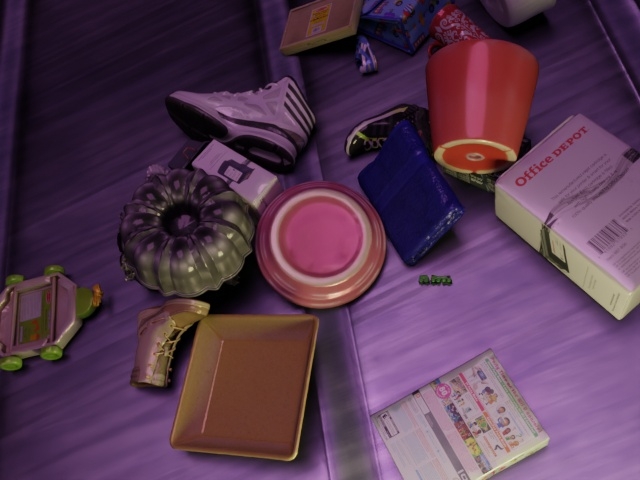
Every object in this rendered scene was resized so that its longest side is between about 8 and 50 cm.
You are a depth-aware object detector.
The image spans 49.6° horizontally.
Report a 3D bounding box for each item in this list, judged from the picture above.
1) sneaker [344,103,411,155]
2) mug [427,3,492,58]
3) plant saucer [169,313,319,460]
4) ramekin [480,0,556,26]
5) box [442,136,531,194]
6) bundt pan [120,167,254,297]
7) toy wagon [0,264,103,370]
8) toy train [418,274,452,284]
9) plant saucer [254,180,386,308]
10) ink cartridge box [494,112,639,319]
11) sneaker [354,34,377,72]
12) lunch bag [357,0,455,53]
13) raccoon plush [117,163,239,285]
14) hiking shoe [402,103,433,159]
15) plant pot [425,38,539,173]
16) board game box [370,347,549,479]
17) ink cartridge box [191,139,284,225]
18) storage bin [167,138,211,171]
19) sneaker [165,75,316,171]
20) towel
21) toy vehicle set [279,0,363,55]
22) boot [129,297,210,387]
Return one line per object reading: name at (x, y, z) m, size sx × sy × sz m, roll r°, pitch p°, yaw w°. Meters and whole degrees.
sneaker at (0.177, -0.292, 1.893) m, size 0.235 × 0.084 × 0.097 m, roll -31°, pitch 60°, yaw -3°
mug at (0.401, -0.567, 1.988) m, size 0.113 × 0.150 × 0.169 m, roll -18°, pitch 56°, yaw -38°
plant saucer at (-0.162, 0.341, 1.623) m, size 0.333 × 0.081 × 0.333 m, roll -3°, pitch 61°, yaw 25°
ramekin at (0.524, -0.735, 1.937) m, size 0.135 × 0.277 × 0.277 m, roll -31°, pitch 59°, yaw 6°
box at (0.427, -0.217, 1.788) m, size 0.180 × 0.077 × 0.147 m, roll 27°, pitch 72°, yaw 26°
bundt pan at (-0.327, -0.036, 1.658) m, size 0.331 × 0.124 × 0.331 m, roll 0°, pitch 65°, yaw 1°
toy wagon at (-0.743, 0.200, 1.886) m, size 0.344 × 0.068 × 0.267 m, roll -14°, pitch 60°, yaw 7°
toy train at (0.281, 0.095, 1.694) m, size 0.083 × 0.017 × 0.023 m, roll 0°, pitch 52°, yaw 15°
plant saucer at (0.000, 0.000, 1.727) m, size 0.332 × 0.084 × 0.332 m, roll 0°, pitch 74°, yaw -1°
ink cartridge box at (0.641, -0.065, 1.596) m, size 0.285 × 0.166 × 0.395 m, roll -39°, pitch 61°, yaw -8°
sneaker at (0.125, -0.558, 2.070) m, size 0.059 × 0.053 × 0.144 m, roll -21°, pitch 58°, yaw 6°
lunch bag at (0.217, -0.719, 2.108) m, size 0.293 × 0.138 × 0.221 m, roll 29°, pitch 74°, yaw 39°
raccoon plush at (-0.357, -0.054, 1.851) m, size 0.299 × 0.216 × 0.446 m, roll -3°, pitch 61°, yaw 5°
hiking shoe at (0.284, -0.246, 1.834) m, size 0.114 × 0.086 × 0.227 m, roll 2°, pitch 84°, yaw -30°
plant pot at (0.380, -0.307, 1.670) m, size 0.275 × 0.275 × 0.243 m, roll 3°, pitch 73°, yaw 16°
board game box at (0.293, 0.405, 1.478) m, size 0.303 × 0.097 × 0.224 m, roll -29°, pitch 60°, yaw 0°
ink cartridge box at (-0.208, -0.143, 1.864) m, size 0.237 × 0.172 × 0.100 m, roll 32°, pitch 74°, yaw 27°
storage bin at (-0.378, -0.234, 2.012) m, size 0.091 × 0.098 × 0.135 m, roll 24°, pitch 70°, yaw 36°
sneaker at (-0.216, -0.380, 2.026) m, size 0.447 × 0.169 × 0.257 m, roll 24°, pitch 62°, yaw 17°
towel at (0.227, -0.120, 1.746) m, size 0.227 × 0.076 × 0.308 m, roll -52°, pitch 49°, yaw 37°
toy vehicle set at (0.003, -0.671, 2.121) m, size 0.267 × 0.035 × 0.166 m, roll -6°, pitch 59°, yaw 35°
boot at (-0.375, 0.255, 1.700) m, size 0.262 × 0.095 × 0.203 m, roll -19°, pitch 56°, yaw 37°
